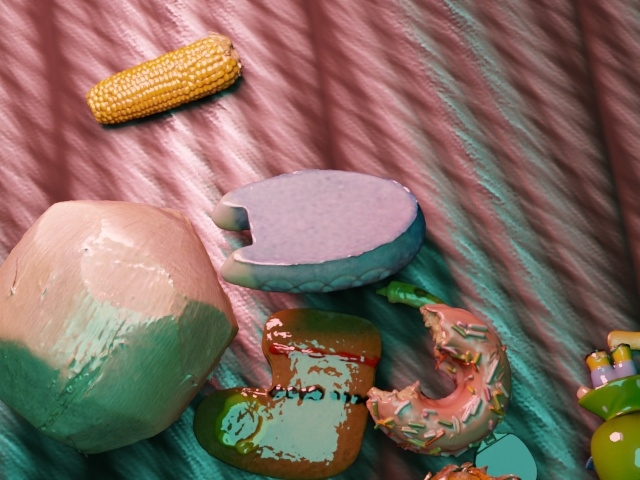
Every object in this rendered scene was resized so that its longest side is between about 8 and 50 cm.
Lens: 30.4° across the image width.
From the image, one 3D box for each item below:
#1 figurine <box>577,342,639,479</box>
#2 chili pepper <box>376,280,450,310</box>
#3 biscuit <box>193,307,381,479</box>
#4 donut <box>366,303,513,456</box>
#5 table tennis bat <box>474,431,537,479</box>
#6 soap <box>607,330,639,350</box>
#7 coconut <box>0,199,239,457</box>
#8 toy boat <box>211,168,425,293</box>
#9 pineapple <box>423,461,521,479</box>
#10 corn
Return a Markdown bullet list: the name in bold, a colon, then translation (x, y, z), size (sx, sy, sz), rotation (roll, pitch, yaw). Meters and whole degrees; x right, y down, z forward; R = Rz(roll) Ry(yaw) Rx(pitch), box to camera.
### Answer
- **figurine**: translation (0.468, 0.285, 1.760), size (0.162, 0.143, 0.263), rotation (-10, 65, -8)
- **chili pepper**: translation (0.184, 0.120, 1.850), size (0.208, 0.043, 0.049), rotation (35, 66, 9)
- **biscuit**: translation (-0.049, 0.228, 1.817), size (0.262, 0.052, 0.277), rotation (14, 76, 4)
- **donut**: translation (0.194, 0.220, 1.776), size (0.199, 0.085, 0.233), rotation (32, 81, -2)
- **table tennis bat**: translation (0.270, 0.323, 1.810), size (0.087, 0.013, 0.156), rotation (-32, 79, -5)
- **soap**: translation (0.495, 0.158, 1.850), size (0.089, 0.012, 0.034), rotation (2, 76, 1)
- **coconut**: translation (-0.298, 0.110, 1.699), size (0.346, 0.346, 0.360), rotation (35, 86, 9)
- **toy boat**: translation (0.000, 0.000, 1.840), size (0.330, 0.123, 0.215), rotation (-10, 45, -8)
- **pineapple**: translation (0.215, 0.480, 1.618), size (0.300, 0.352, 0.352), rotation (35, 78, 19)
- **corn**: translation (-0.253, -0.259, 1.929), size (0.260, 0.091, 0.091), rotation (-20, 48, -1)
